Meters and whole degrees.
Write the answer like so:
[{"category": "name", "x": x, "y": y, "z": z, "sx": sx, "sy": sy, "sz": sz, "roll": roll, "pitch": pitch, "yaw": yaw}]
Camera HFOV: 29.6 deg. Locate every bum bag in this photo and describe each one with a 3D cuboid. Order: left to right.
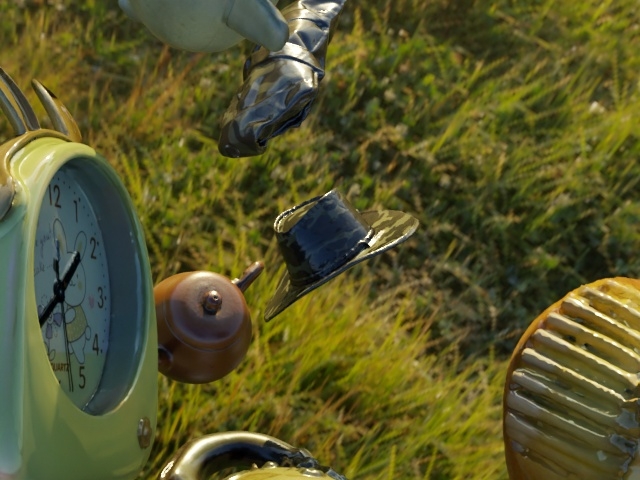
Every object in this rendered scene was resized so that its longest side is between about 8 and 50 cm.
[{"category": "bum bag", "x": -0.043, "y": -0.228, "z": 1.549, "sx": 0.095, "sy": 0.144, "sz": 0.340, "roll": 46, "pitch": 34, "yaw": -22}]

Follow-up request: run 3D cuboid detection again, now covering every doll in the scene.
[{"category": "doll", "x": -0.086, "y": -0.196, "z": 0.771, "sx": 0.113, "sy": 0.155, "sz": 0.275, "roll": 7, "pitch": 26, "yaw": -19}]

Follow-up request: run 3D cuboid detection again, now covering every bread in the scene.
[{"category": "bread", "x": 0.242, "y": 0.160, "z": 0.875, "sx": 0.204, "sy": 0.288, "sz": 0.156, "roll": -29, "pitch": 28, "yaw": -19}]

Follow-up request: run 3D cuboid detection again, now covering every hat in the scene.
[{"category": "hat", "x": 0.000, "y": 0.000, "z": 0.744, "sx": 0.121, "sy": 0.121, "sz": 0.050, "roll": -41, "pitch": 105, "yaw": -34}]

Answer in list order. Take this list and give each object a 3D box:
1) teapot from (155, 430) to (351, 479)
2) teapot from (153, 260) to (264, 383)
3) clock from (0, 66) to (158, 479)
[{"category": "teapot", "x": 0.007, "y": 0.199, "z": 0.667, "sx": 0.183, "sy": 0.173, "sz": 0.269, "roll": -2, "pitch": 34, "yaw": -28}, {"category": "teapot", "x": -0.111, "y": 0.073, "z": 1.149, "sx": 0.116, "sy": 0.116, "sz": 0.173, "roll": 41, "pitch": 55, "yaw": 10}, {"category": "clock", "x": -0.146, "y": 0.017, "z": 0.628, "sx": 0.069, "sy": 0.170, "sz": 0.232, "roll": -6, "pitch": 82, "yaw": 15}]
